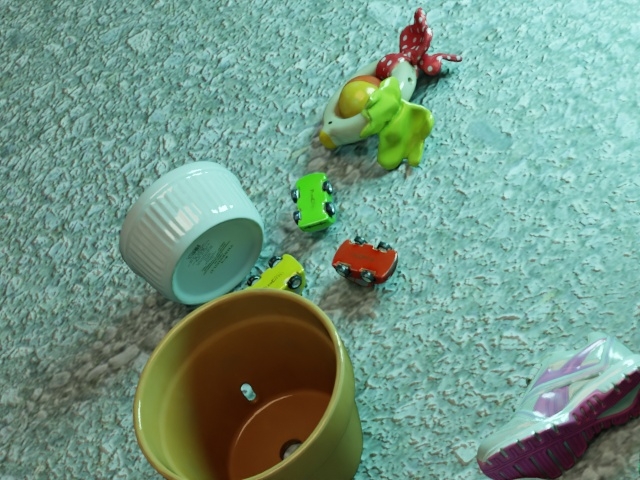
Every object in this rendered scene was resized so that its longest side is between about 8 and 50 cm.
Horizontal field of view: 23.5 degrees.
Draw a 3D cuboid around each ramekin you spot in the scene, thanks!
[{"bbox_3d":[-0.179,-0.001,2.241,0.207,0.207,0.109,-40,58,-6],"label":"ramekin"}]

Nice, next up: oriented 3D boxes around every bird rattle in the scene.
[{"bbox_3d":[0.088,-0.231,2.331,0.207,0.143,0.253,-18,45,35],"label":"bird rattle"}]

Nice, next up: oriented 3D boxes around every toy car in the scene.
[{"bbox_3d":[0.000,0.000,2.246,0.239,0.053,0.225,-15,51,15],"label":"toy car"}]

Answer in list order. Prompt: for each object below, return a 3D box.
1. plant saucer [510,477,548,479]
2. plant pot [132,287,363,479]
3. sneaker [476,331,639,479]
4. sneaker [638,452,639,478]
[{"bbox_3d":[0.246,0.382,1.853,0.195,0.037,0.195,-13,52,17],"label":"plant saucer"},{"bbox_3d":[-0.069,0.237,2.005,0.291,0.203,0.291,-14,51,18],"label":"plant pot"},{"bbox_3d":[0.297,0.208,1.925,0.252,0.103,0.111,-32,44,-7],"label":"sneaker"},{"bbox_3d":[0.466,0.178,1.823,0.134,0.146,0.343,4,56,29],"label":"sneaker"}]
